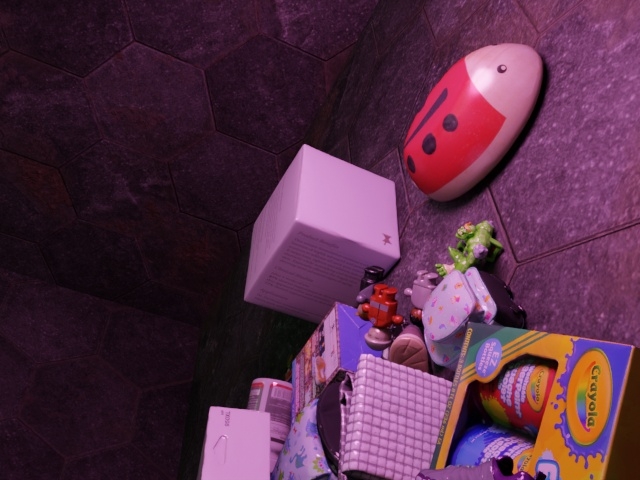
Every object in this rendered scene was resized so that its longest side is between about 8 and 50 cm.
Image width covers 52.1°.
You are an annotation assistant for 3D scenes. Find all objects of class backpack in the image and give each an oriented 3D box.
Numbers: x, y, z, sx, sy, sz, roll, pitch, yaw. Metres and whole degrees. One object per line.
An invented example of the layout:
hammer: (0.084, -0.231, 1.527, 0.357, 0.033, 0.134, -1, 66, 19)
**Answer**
backpack: (0.281, 0.163, 1.278, 0.189, 0.144, 0.166, -62, 22, 26)
backpack: (0.009, 0.559, 1.558, 0.290, 0.273, 0.356, -105, 20, -55)

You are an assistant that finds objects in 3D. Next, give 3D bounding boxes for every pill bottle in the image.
pill bottle: (-0.172, 0.606, 2.128, 0.161, 0.161, 0.284, -40, 35, 58)

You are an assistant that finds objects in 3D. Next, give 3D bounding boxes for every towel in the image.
towel: (0.159, 0.366, 1.194, 0.121, 0.283, 0.235, 129, 155, -48)

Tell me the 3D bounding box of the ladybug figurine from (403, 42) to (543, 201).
ladybug figurine: (0.335, -0.280, 1.556, 0.449, 0.161, 0.305, -55, 23, 40)

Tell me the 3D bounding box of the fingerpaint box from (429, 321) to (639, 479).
fingerpaint box: (0.313, 0.361, 0.938, 0.371, 0.163, 0.445, -4, 67, 70)

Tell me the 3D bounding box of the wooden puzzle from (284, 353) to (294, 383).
wooden puzzle: (-0.112, 0.466, 2.340, 0.079, 0.014, 0.116, -63, 20, 24)

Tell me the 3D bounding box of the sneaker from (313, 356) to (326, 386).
sneaker: (-0.008, 0.334, 1.668, 0.037, 0.031, 0.083, -57, 21, 35)

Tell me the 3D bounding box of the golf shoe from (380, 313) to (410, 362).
golf shoe: (0.172, 0.273, 1.597, 0.094, 0.077, 0.198, -49, 26, 50)

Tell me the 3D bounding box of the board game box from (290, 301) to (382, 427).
board game box: (0.042, 0.358, 1.783, 0.291, 0.141, 0.232, -57, 22, 36)

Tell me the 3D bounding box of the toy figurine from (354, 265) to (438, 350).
toy figurine: (0.186, 0.158, 1.469, 0.209, 0.212, 0.148, -121, 36, -72)

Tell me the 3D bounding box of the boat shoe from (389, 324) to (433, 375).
boat shoe: (0.195, 0.309, 1.375, 0.092, 0.102, 0.286, -49, -43, -58)

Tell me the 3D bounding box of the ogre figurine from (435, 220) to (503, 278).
ogre figurine: (0.319, 0.023, 1.395, 0.197, 0.097, 0.118, -22, -23, -52)

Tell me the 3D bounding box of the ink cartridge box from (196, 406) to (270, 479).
ink cartridge box: (-0.236, 0.664, 1.659, 0.286, 0.166, 0.395, -97, 18, -56)

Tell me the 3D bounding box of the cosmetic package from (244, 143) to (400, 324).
cosmetic package: (0.000, 0.000, 1.982, 0.394, 0.329, 0.328, -53, 24, 41)

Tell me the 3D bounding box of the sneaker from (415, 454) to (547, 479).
sneaker: (0.218, 0.334, 0.891, 0.098, 0.083, 0.223, -53, 16, -17)
